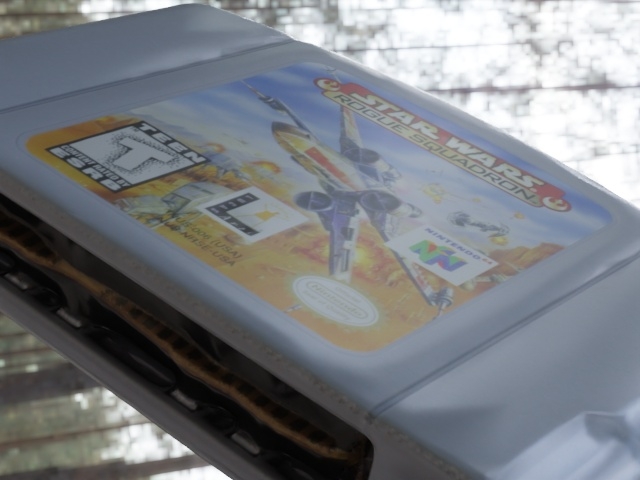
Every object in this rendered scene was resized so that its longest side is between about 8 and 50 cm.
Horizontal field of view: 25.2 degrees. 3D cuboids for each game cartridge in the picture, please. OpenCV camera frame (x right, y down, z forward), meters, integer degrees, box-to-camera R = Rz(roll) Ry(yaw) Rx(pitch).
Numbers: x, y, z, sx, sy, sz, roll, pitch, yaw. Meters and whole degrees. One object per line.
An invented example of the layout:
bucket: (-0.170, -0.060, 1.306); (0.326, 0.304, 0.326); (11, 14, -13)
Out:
game cartridge: (0.000, 0.000, 0.485); (0.297, 0.198, 0.062); (30, -54, 27)
